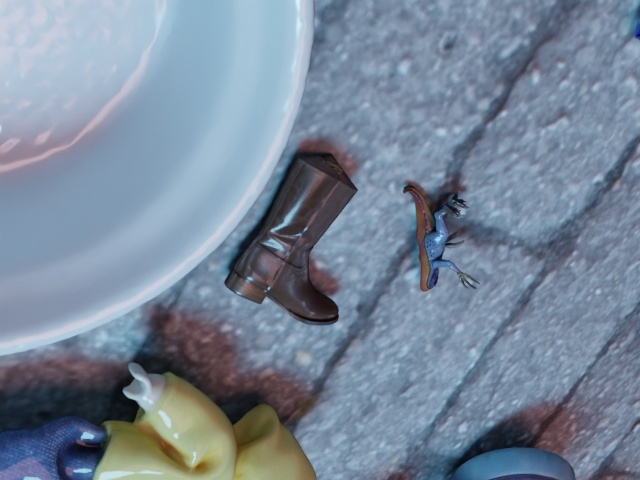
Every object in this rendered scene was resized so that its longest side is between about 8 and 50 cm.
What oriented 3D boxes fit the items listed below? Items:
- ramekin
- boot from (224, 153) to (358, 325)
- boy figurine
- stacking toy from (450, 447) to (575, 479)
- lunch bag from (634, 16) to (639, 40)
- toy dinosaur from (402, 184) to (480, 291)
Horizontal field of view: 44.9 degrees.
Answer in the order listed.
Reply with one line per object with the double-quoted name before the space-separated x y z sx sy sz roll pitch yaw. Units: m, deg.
"ramekin" -0.154 -0.097 0.325 0.277 0.135 0.277 -14 127 -20
"boot" 0.000 0.000 0.550 0.106 0.037 0.114 22 104 -41
"boy figurine" -0.127 0.158 0.548 0.285 0.092 0.177 3 120 -32
"stacking toy" 0.179 0.343 0.876 0.279 0.130 0.309 -18 131 17
"lunch bag" 0.325 -0.194 0.563 0.129 0.096 0.151 14 99 -33
"toy dinosaur" 0.087 0.002 0.610 0.090 0.047 0.082 27 119 -5
